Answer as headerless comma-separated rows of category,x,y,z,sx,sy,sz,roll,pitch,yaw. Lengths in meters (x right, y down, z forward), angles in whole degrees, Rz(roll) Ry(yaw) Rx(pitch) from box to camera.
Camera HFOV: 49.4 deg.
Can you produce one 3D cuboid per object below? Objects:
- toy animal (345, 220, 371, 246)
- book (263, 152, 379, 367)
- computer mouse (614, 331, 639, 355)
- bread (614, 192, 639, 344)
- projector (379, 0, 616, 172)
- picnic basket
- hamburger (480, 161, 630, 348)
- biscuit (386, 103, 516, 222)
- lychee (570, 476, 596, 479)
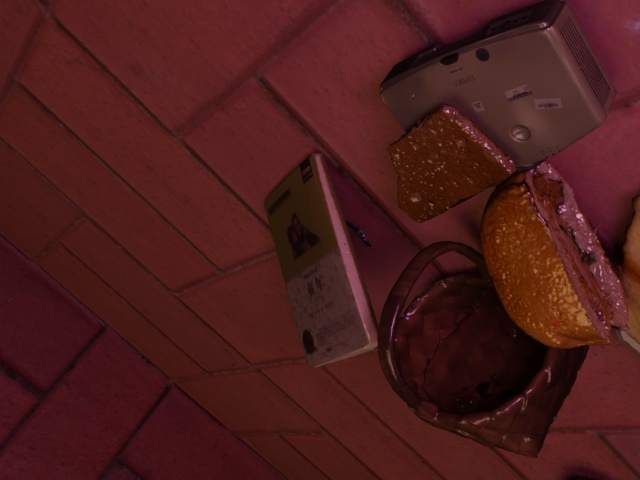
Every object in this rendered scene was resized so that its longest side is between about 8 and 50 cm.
toy animal,0.000,-0.010,1.352,0.079,0.070,0.253,41,145,-24
book,-0.011,0.049,1.271,0.239,0.035,0.352,-36,68,56
computer mouse,0.528,0.154,1.075,0.182,0.056,0.089,40,127,13
bread,0.485,0.085,0.898,0.236,0.198,0.263,22,139,31
projector,0.227,-0.181,0.890,0.269,0.088,0.193,-10,128,50
picnic basket,0.220,0.150,1.129,0.337,0.293,0.337,29,161,11
hamburger,0.314,0.020,0.991,0.156,0.144,0.283,-29,86,53
biscuit,0.156,-0.101,0.968,0.131,0.026,0.237,41,154,-8
lychee,0.580,0.599,1.533,0.171,0.171,0.171,24,147,17
